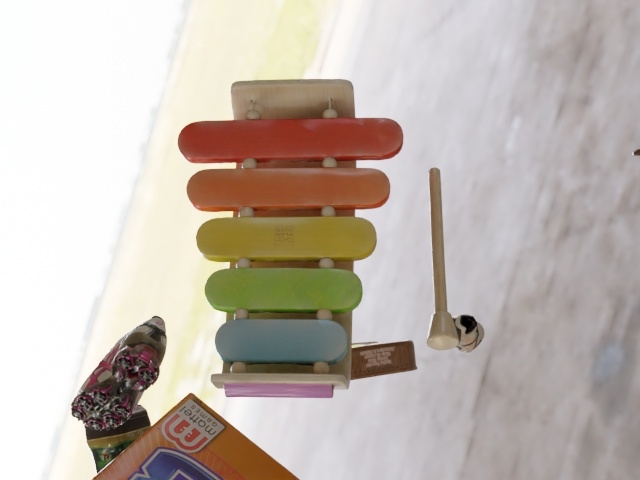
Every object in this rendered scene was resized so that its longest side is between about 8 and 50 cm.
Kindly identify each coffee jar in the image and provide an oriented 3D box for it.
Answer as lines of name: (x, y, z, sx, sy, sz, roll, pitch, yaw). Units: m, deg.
coffee jar: (-0.270, 0.323, 2.409, 0.096, 0.079, 0.184, -8, -94, -59)

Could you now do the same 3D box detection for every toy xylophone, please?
toy xylophone: (0.000, 0.000, 1.542, 0.081, 0.236, 0.322, 81, -179, -62)

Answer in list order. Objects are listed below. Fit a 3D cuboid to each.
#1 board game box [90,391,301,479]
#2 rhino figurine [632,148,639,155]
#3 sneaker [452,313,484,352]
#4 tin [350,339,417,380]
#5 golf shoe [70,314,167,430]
board game box: (-0.151, 0.469, 1.900, 0.356, 0.356, 0.356, -40, -20, -37)
rhino figurine: (0.410, -0.034, 1.647, 0.106, 0.243, 0.073, 108, -175, -63)
sneaker: (0.173, 0.108, 2.045, 0.044, 0.040, 0.109, -33, -14, 24)
tin: (0.022, 0.127, 1.800, 0.106, 0.190, 0.040, -1, 91, 41)
golf shoe: (-0.236, 0.163, 2.083, 0.186, 0.067, 0.086, -44, 18, 39)
